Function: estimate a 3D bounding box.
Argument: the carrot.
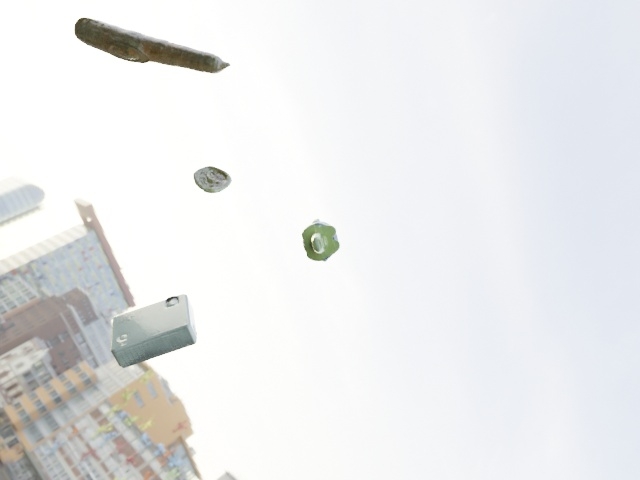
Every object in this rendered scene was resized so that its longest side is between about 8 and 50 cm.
[{"bbox_3d":[-0.365,-0.413,1.225,0.342,0.070,0.070,15,-40,-2],"label":"carrot"}]

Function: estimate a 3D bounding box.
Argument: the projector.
[{"bbox_3d":[-0.538,0.292,1.833,0.192,0.257,0.099,-119,-168,-55],"label":"projector"}]

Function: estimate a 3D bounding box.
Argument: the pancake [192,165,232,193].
[{"bbox_3d":[-0.292,-0.165,1.508,0.108,0.108,0.017,42,-42,24],"label":"pancake"}]

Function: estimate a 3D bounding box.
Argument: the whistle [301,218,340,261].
[{"bbox_3d":[0.000,0.000,1.317,0.227,0.085,0.105,-52,127,-87],"label":"whistle"}]
